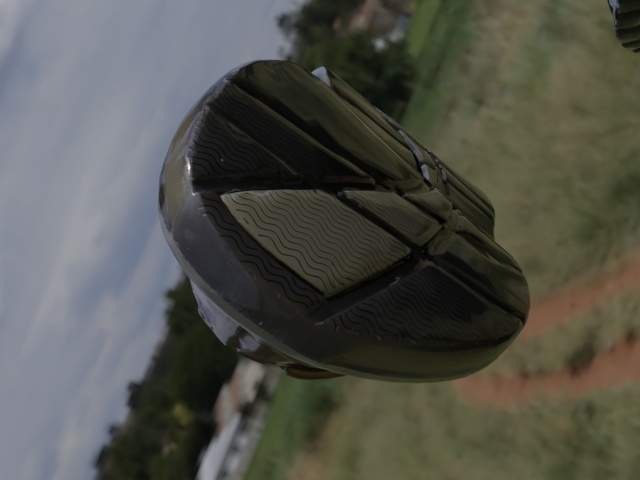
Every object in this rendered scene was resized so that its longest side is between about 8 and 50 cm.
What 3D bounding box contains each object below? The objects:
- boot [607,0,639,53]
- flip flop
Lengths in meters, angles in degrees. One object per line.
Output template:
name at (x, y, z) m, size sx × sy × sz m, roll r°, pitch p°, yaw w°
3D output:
boot at (0.108, -0.200, 0.545) m, size 0.338 × 0.118 × 0.223 m, roll 30°, pitch -136°, yaw -68°
flip flop at (0.000, 0.000, 0.547) m, size 0.080 × 0.112 × 0.277 m, roll -46°, pitch 4°, yaw 10°
